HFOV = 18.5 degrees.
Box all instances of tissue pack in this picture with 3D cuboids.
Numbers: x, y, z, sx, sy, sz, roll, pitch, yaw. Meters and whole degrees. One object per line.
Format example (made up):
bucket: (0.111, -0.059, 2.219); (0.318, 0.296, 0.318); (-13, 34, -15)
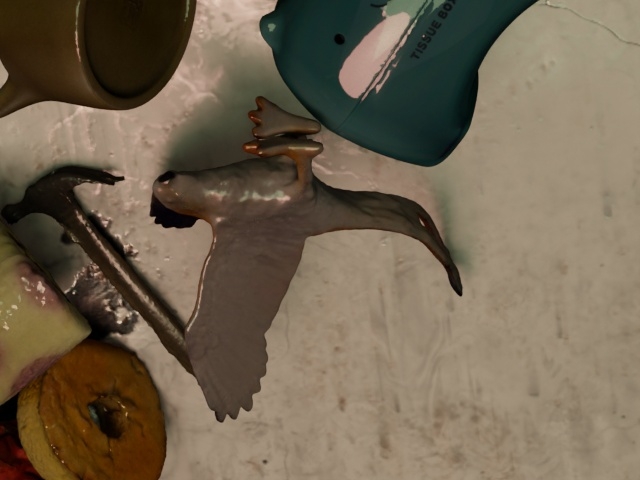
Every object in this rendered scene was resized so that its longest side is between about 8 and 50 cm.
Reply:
tissue pack: (0.081, -0.228, 1.699); (0.206, 0.198, 0.287); (30, 114, -12)

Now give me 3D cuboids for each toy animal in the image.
toy animal: (-0.003, -0.012, 1.766); (0.284, 0.225, 0.302); (-11, 148, -7)

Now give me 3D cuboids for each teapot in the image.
teapot: (-0.224, -0.230, 1.732); (0.175, 0.185, 0.267); (15, 85, 26)

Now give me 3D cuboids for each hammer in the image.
hammer: (-0.181, 0.050, 1.931); (0.125, 0.027, 0.297); (-30, 111, 19)

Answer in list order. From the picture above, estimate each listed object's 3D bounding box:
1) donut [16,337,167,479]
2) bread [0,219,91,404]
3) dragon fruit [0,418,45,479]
donut: (-0.228, 0.178, 1.920); (0.065, 0.162, 0.178); (-18, 150, 33)
bread: (-0.398, 0.115, 1.822); (0.338, 0.187, 0.155); (-38, 142, -9)
dragon fruit: (-0.354, 0.285, 1.933); (0.241, 0.241, 0.252); (-6, 103, 5)
